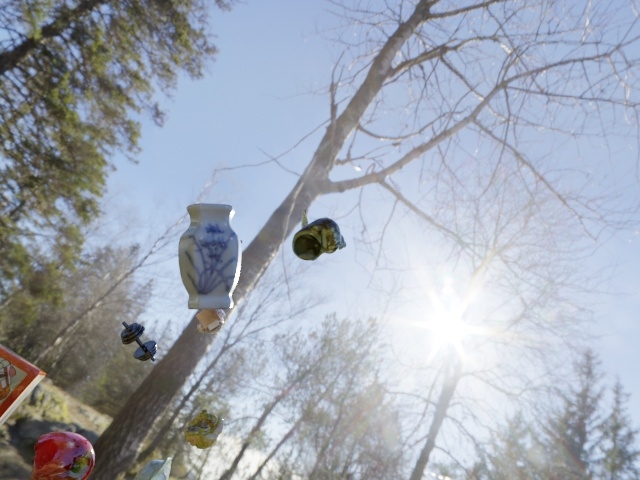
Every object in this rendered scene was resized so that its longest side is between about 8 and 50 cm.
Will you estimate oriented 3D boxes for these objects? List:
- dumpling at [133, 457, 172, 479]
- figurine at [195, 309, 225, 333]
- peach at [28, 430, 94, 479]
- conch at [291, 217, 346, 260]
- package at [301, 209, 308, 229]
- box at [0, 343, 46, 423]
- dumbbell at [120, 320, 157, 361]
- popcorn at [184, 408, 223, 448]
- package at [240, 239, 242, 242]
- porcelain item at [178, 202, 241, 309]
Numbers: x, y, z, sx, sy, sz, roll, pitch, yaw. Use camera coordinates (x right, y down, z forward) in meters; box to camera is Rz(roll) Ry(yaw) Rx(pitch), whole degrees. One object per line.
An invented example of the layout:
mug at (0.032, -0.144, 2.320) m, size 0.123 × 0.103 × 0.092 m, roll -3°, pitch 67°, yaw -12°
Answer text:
dumpling at (-0.578, 0.836, 1.563) m, size 0.149 × 0.217 × 0.105 m, roll -22°, pitch -86°, yaw 20°
figurine at (-0.579, 0.417, 2.337) m, size 0.141 × 0.162 × 0.237 m, roll 53°, pitch -14°, yaw 9°
peach at (-0.837, 0.696, 1.399) m, size 0.226 × 0.196 × 0.190 m, roll -3°, pitch -65°, yaw 22°
conch at (0.002, 0.000, 1.731) m, size 0.181 × 0.187 × 0.124 m, roll 24°, pitch 4°, yaw 22°
package at (-0.071, -0.061, 2.003) m, size 0.031 × 0.120 × 0.108 m, roll 1°, pitch -47°, yaw -3°
box at (-0.999, 0.443, 1.224) m, size 0.257 × 0.348 × 0.318 m, roll 39°, pitch -29°, yaw -12°
dumbbell at (-0.710, 0.398, 1.745) m, size 0.099 × 0.099 × 0.208 m, roll -3°, pitch -57°, yaw 42°
popcorn at (-0.345, 0.566, 1.330) m, size 0.109 × 0.097 × 0.089 m, roll -1°, pitch -49°, yaw -28°
package at (-0.482, -0.008, 2.451) m, size 0.110 × 0.015 × 0.037 m, roll 19°, pitch -28°, yaw 2°
porcelain item at (-0.429, 0.064, 1.740) m, size 0.243 × 0.405 × 0.178 m, roll 2°, pitch -9°, yaw -26°
